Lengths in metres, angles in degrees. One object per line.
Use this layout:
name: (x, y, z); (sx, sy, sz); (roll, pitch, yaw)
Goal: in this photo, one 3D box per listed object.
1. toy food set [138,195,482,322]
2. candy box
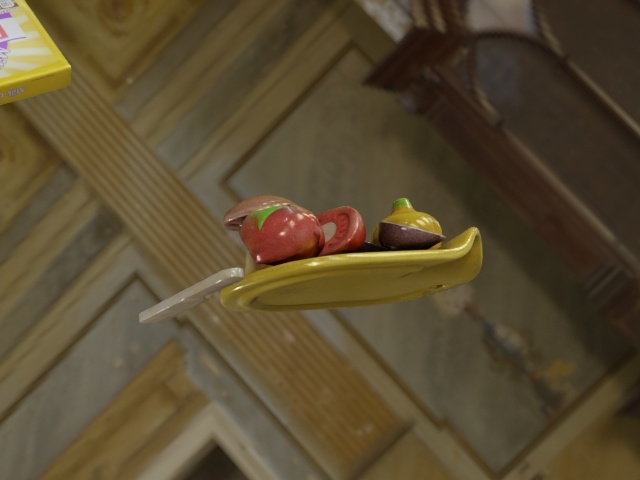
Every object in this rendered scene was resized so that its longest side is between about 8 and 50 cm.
toy food set: (0.000, 0.000, 0.917); (0.218, 0.071, 0.128); (-2, -15, -28)
candy box: (-0.307, -0.134, 1.092); (0.206, 0.105, 0.027); (-20, -30, -29)
